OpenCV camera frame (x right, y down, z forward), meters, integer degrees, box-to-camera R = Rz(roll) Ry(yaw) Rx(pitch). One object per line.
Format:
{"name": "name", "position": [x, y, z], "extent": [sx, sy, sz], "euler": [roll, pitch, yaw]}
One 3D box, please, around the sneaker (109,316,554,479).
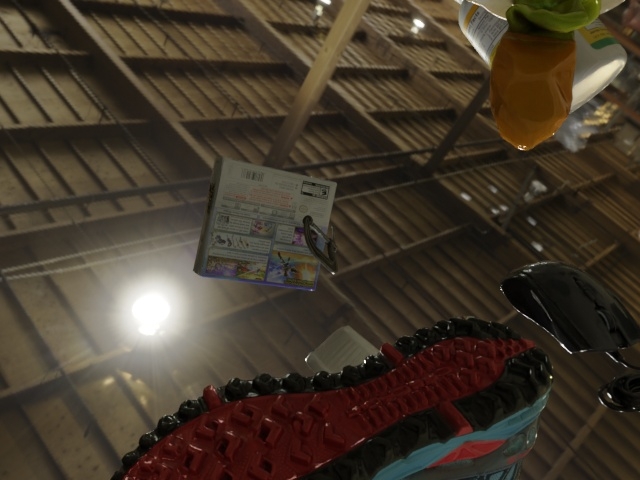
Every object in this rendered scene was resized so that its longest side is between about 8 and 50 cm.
{"name": "sneaker", "position": [0.016, 0.141, 0.345], "extent": [0.262, 0.125, 0.104], "euler": [-13, -152, -14]}

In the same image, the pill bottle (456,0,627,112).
{"name": "pill bottle", "position": [0.231, -0.244, 0.693], "extent": [0.118, 0.117, 0.208], "euler": [-14, -113, -48]}

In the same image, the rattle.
{"name": "rattle", "position": [0.160, -0.171, 0.356], "extent": [0.130, 0.200, 0.142], "euler": [34, -119, -11]}

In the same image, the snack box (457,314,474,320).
{"name": "snack box", "position": [0.225, 0.193, 1.136], "extent": [0.037, 0.141, 0.100], "euler": [57, -162, 21]}

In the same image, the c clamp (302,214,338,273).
{"name": "c clamp", "position": [0.000, 0.000, 1.282], "extent": [0.161, 0.022, 0.137], "euler": [40, -145, -56]}

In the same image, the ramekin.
{"name": "ramekin", "position": [0.083, 0.261, 1.211], "extent": [0.207, 0.109, 0.207], "euler": [40, 177, 2]}

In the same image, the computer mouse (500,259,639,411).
{"name": "computer mouse", "position": [0.340, 0.078, 0.706], "extent": [0.184, 0.060, 0.262], "euler": [-8, -151, -12]}

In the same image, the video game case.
{"name": "video game case", "position": [-0.115, -0.030, 1.307], "extent": [0.270, 0.244, 0.061], "euler": [10, -177, -29]}
